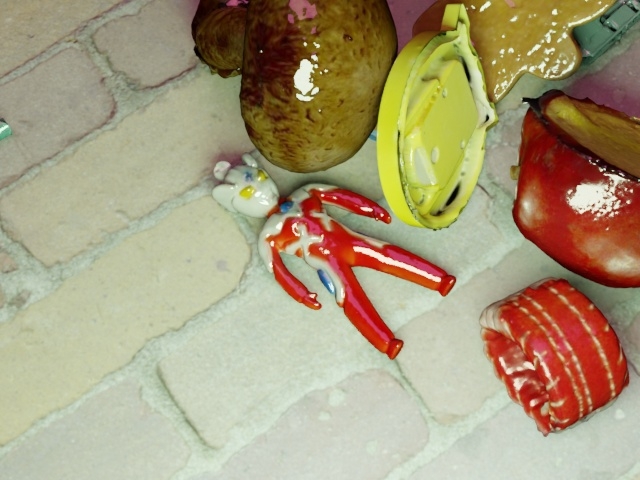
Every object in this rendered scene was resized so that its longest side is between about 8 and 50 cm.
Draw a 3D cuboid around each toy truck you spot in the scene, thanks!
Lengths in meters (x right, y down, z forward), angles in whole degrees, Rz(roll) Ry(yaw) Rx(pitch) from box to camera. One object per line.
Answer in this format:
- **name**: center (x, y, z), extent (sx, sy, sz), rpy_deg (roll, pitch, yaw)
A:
- **toy truck**: center (0.471, -0.429, 1.840), extent (0.338, 0.133, 0.184), rpy_deg (-37, 76, -14)

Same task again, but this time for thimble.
- **thimble**: center (0.302, 0.145, 1.505), extent (0.125, 0.163, 0.190), rpy_deg (-28, 64, -15)

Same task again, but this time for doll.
- **doll**: center (0.000, 0.000, 1.640), extent (0.384, 0.099, 0.188), rpy_deg (34, 67, 15)

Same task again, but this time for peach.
- **peach**: center (0.422, -0.049, 1.596), extent (0.361, 0.201, 0.258), rpy_deg (16, 31, -4)

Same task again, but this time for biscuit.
- **biscuit**: center (0.308, -0.373, 1.732), extent (0.275, 0.052, 0.355), rpy_deg (44, 111, 6)

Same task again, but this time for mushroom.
- **mushroom**: center (-0.052, -0.289, 1.619), extent (0.356, 0.331, 0.334), rpy_deg (28, 29, 10)

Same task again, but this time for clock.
- **clock**: center (0.154, -0.159, 1.624), extent (0.071, 0.277, 0.293), rpy_deg (7, 46, 31)

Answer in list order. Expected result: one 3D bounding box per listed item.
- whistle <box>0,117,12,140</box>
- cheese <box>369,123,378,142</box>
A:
- **whistle**: center (-0.562, -0.133, 1.758), extent (0.186, 0.039, 0.039), rpy_deg (-32, 65, -16)
- **cheese**: center (0.087, -0.204, 1.767), extent (0.244, 0.052, 0.135), rpy_deg (4, 61, 7)
